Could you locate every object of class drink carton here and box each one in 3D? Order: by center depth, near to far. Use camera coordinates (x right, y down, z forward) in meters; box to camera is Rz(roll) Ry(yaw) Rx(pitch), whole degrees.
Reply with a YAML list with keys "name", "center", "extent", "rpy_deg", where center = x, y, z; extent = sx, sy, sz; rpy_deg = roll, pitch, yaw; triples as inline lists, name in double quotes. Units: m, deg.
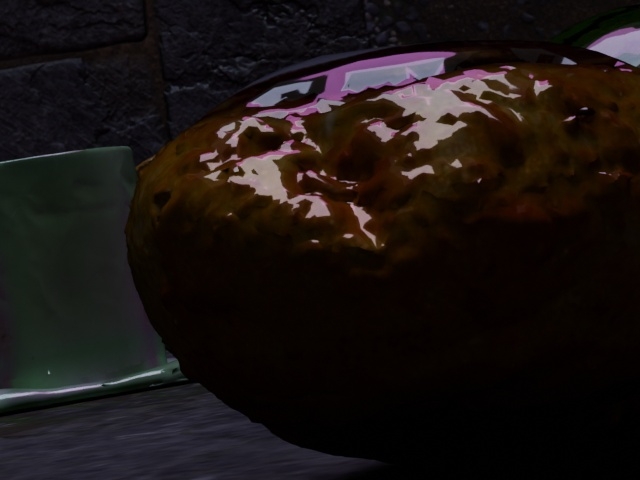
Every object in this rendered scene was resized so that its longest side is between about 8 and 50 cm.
- name: "drink carton"
  center: [-0.153, 0.022, 0.992]
  extent: [0.146, 0.142, 0.144]
  rpy_deg: [-10, -1, -20]

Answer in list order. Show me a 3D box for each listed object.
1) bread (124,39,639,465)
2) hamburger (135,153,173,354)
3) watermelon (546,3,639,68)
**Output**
- name: "bread"
  center: [0.061, 0.011, 0.422]
  extent: [0.139, 0.095, 0.269]
  rpy_deg: [-7, -14, 29]
- name: "hamburger"
  center: [0.000, 0.000, 1.178]
  extent: [0.282, 0.155, 0.245]
  rpy_deg: [-1, -13, -46]
- name: "watermelon"
  center: [0.155, -0.029, 0.701]
  extent: [0.187, 0.141, 0.140]
  rpy_deg: [-4, -4, -33]
